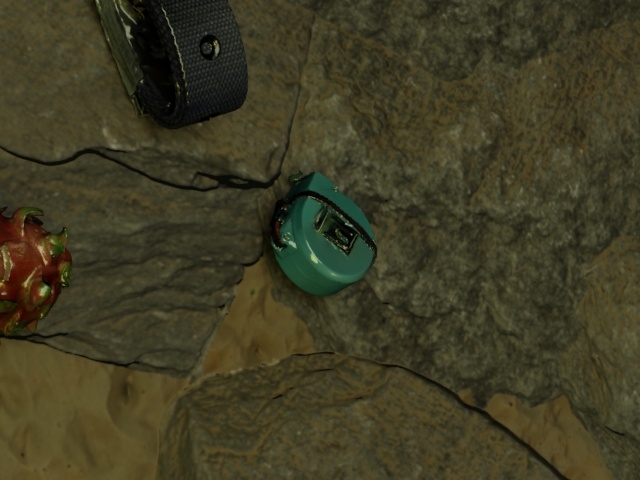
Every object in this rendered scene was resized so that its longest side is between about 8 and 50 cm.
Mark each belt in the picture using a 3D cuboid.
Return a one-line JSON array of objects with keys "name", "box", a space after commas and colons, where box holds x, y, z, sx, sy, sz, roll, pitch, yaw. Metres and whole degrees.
[{"name": "belt", "box": [-0.168, -0.249, 1.897, 0.126, 0.140, 0.230, -23, 87, -36]}]

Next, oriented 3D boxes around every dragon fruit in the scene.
[{"name": "dragon fruit", "box": [-0.367, 0.046, 1.713, 0.236, 0.137, 0.135, -27, 77, -32]}]

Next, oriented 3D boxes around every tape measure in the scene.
[{"name": "tape measure", "box": [0.000, 0.000, 1.951, 0.146, 0.081, 0.125, 41, 45, -17]}]
